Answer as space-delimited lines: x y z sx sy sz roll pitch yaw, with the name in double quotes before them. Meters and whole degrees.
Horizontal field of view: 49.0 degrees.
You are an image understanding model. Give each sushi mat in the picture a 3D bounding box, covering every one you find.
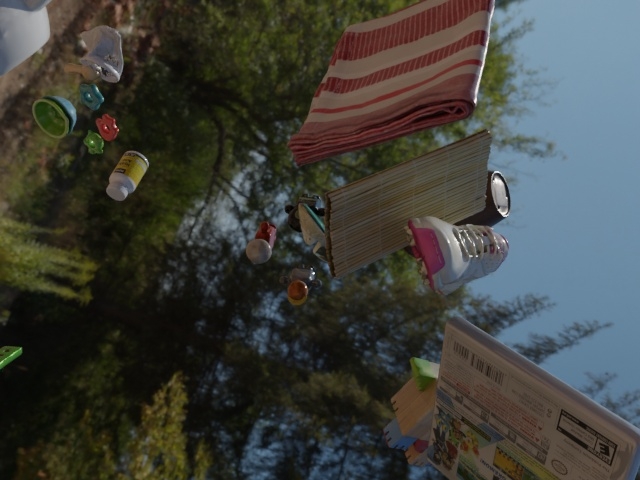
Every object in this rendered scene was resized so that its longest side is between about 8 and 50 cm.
"sushi mat" 0.142 -0.058 1.090 0.019 0.317 0.151 39 -36 45

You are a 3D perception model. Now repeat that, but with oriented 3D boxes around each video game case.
"video game case" 0.300 0.314 1.058 0.329 0.036 0.299 33 -49 43

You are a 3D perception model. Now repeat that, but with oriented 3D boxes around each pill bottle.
"pill bottle" -0.459 -0.151 1.662 0.065 0.065 0.116 -50 -163 52

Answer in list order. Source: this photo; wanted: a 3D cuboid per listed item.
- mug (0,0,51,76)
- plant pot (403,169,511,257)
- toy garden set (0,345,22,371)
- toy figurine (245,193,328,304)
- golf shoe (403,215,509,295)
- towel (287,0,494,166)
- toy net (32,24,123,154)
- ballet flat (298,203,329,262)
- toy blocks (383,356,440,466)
"mug" -0.543 -0.420 1.048 0.374 0.328 0.276 -19 -147 21
"plant pot" 0.310 -0.083 1.621 0.231 0.215 0.215 -13 -130 35
"toy garden set" -0.816 0.282 1.526 0.204 0.245 0.049 -62 155 -76
"toy figurine" -0.043 0.020 1.641 0.213 0.209 0.148 -34 -166 20
"golf shoe" 0.210 0.010 1.061 0.306 0.140 0.115 20 51 -74
"towel" 0.102 -0.232 0.908 0.237 0.037 0.328 -12 -142 29
"toy net" -0.344 -0.217 1.043 0.232 0.122 0.045 -40 -174 44
"ballet flat" 0.000 0.000 1.267 0.052 0.168 0.057 -40 -143 6
"toy blocks" 0.288 0.418 1.608 0.261 0.382 0.190 -51 -143 29
